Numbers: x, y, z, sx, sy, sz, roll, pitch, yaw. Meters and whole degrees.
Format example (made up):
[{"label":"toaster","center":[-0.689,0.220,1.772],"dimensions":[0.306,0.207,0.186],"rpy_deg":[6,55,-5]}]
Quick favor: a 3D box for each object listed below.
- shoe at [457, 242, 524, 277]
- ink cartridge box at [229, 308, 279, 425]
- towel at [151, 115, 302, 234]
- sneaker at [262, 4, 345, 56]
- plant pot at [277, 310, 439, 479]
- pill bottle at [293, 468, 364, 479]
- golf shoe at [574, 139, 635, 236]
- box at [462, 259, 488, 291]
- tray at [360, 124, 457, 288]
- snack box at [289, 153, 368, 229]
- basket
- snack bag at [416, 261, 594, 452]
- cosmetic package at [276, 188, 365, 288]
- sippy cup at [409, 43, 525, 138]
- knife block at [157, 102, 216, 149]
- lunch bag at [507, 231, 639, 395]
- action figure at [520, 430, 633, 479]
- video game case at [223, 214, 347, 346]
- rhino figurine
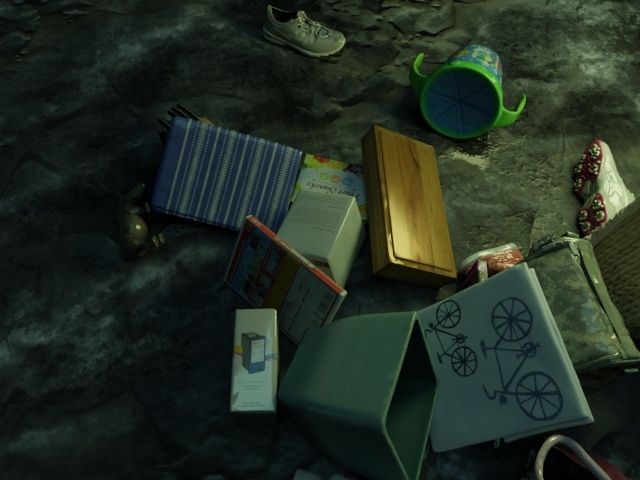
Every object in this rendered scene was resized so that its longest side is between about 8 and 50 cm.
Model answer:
[{"label":"shoe","center":[0.437,0.068,1.274],"dimensions":[0.177,0.063,0.081],"rpy_deg":[-16,57,-17]},{"label":"ink cartridge box","center":[-0.132,0.268,1.070],"dimensions":[0.093,0.154,0.213],"rpy_deg":[0,61,-1]},{"label":"towel","center":[-0.237,-0.153,1.279],"dimensions":[0.335,0.040,0.243],"rpy_deg":[15,95,-7]},{"label":"sneaker","center":[-0.056,-0.681,1.648],"dimensions":[0.281,0.115,0.105],"rpy_deg":[13,60,4]},{"label":"plant pot","center":[0.068,0.299,1.002],"dimensions":[0.252,0.248,0.247],"rpy_deg":[0,42,28]},{"label":"pill bottle","center":[0.073,0.527,0.930],"dimensions":[0.283,0.160,0.160],"rpy_deg":[15,60,5]},{"label":"golf shoe","center":[0.788,-0.134,1.400],"dimensions":[0.140,0.115,0.306],"rpy_deg":[14,66,-8]},{"label":"box","center":[0.365,0.144,1.197],"dimensions":[0.029,0.116,0.162],"rpy_deg":[9,60,0]},{"label":"tray","center":[0.221,-0.094,1.305],"dimensions":[0.202,0.076,0.411],"rpy_deg":[14,56,-26]},{"label":"snack box","center":[0.038,-0.128,1.359],"dimensions":[0.207,0.070,0.175],"rpy_deg":[14,58,5]},{"label":"basket","center":[0.839,0.065,1.159],"dimensions":[0.328,0.331,0.267],"rpy_deg":[2,66,-2]},{"label":"snack bag","center":[0.335,0.257,1.060],"dimensions":[0.037,0.342,0.323],"rpy_deg":[21,48,-45]},{"label":"cosmetic package","center":[0.000,0.000,1.216],"dimensions":[0.151,0.151,0.184],"rpy_deg":[11,59,25]},{"label":"sippy cup","center":[0.433,-0.457,1.501],"dimensions":[0.305,0.240,0.224],"rpy_deg":[48,48,-21]},{"label":"knife block","center":[-0.313,-0.277,1.414],"dimensions":[0.275,0.088,0.242],"rpy_deg":[-1,61,-4]},{"label":"lunch bag","center":[0.518,0.169,1.091],"dimensions":[0.212,0.256,0.305],"rpy_deg":[4,57,-20]},{"label":"action figure","center":[0.570,0.480,0.940],"dimensions":[0.370,0.276,0.248],"rpy_deg":[19,53,23]},{"label":"video game case","center":[-0.090,0.102,1.150],"dimensions":[0.285,0.204,0.025],"rpy_deg":[38,37,17]},{"label":"rhino figurine","center":[-0.469,-0.060,1.284],"dimensions":[0.106,0.073,0.243],"rpy_deg":[-23,60,5]}]
